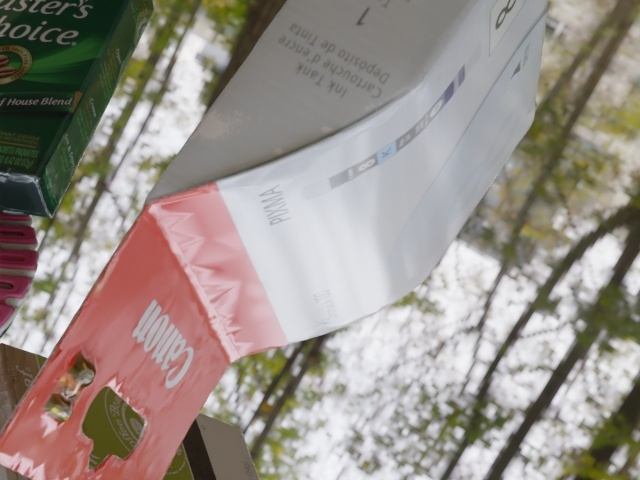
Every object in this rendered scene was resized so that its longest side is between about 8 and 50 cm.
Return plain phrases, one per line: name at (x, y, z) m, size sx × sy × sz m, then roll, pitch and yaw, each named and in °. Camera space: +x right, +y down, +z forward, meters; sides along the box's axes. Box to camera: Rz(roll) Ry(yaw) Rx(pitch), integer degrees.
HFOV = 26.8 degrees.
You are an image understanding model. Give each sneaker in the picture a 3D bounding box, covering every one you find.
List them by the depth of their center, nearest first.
sneaker at (-0.208, 0.006, 0.808) m, size 0.063 × 0.075 × 0.170 m, roll 9°, pitch -134°, yaw -20°

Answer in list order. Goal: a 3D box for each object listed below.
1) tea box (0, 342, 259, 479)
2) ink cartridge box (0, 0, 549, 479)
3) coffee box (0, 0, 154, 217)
tea box at (-0.198, 0.315, 1.173) m, size 0.323 × 0.220 × 0.329 m, roll 28°, pitch -150°, yaw -46°
ink cartridge box at (0.000, 0.000, 0.753) m, size 0.091 × 0.385 × 0.308 m, roll 30°, pitch 167°, yaw 13°
coffee box at (-0.181, -0.100, 0.804) m, size 0.113 × 0.040 × 0.184 m, roll 9°, pitch -128°, yaw 13°
